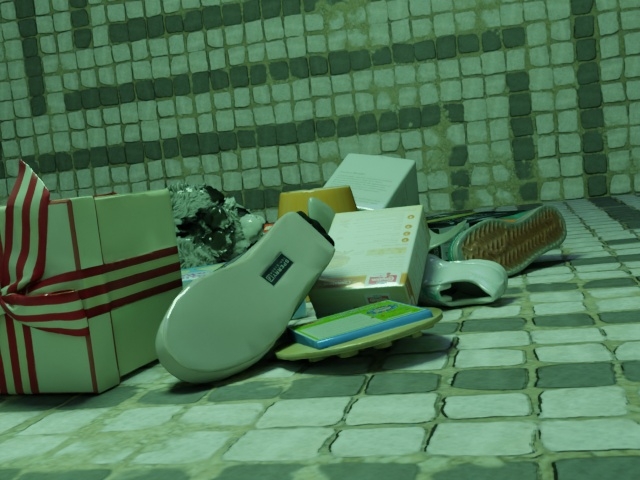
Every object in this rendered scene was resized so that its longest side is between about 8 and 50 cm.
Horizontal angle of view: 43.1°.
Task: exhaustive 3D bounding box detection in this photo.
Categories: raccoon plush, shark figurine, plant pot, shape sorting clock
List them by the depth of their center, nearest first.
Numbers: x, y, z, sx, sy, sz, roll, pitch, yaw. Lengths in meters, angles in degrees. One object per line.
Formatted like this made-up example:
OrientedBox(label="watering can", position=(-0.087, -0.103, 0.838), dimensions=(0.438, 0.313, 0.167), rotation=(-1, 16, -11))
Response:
OrientedBox(label="shape sorting clock", position=(0.045, 0.113, 0.970), dimensions=(0.206, 0.040, 0.206), rotation=(-13, 5, 1))
OrientedBox(label="shark figurine", position=(0.113, 0.021, 1.349), dimensions=(0.278, 0.166, 0.116), rotation=(6, -10, -27))
OrientedBox(label="plant pot", position=(0.000, 0.000, 1.459), dimensions=(0.205, 0.188, 0.205), rotation=(-6, 5, 1))
OrientedBox(label="raccoon plush", position=(-0.346, -0.033, 1.863), dimensions=(0.446, 0.216, 0.299), rotation=(10, 0, 2))

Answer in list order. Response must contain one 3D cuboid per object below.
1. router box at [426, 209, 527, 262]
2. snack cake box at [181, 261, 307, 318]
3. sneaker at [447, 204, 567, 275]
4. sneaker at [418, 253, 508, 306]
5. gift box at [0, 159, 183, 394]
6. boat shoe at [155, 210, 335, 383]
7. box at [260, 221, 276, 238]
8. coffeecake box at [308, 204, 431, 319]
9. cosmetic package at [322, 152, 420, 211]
OrientedBox(label="router box", position=(0.277, -0.009, 1.811), dimensions=(0.309, 0.081, 0.243), rotation=(-11, 7, -40))
OrientedBox(label="snack cake box", position=(-0.171, 0.088, 1.257), dimensions=(0.264, 0.089, 0.152), rotation=(-9, 5, -20))
OrientedBox(label="sneaker", position=(0.320, 0.014, 1.476), dimensions=(0.302, 0.108, 0.121), rotation=(-15, -7, -40))
OrientedBox(label="sneaker", position=(0.165, 0.066, 1.203), dimensions=(0.212, 0.080, 0.094), rotation=(-3, 18, 22))
OrientedBox(label="gift box", position=(-0.343, 0.042, 1.018), dimensions=(0.255, 0.276, 0.258), rotation=(-10, 5, 20))
OrientedBox(label="boat shoe", position=(-0.106, 0.100, 1.041), dimensions=(0.340, 0.127, 0.158), rotation=(-40, -9, -50))
OrientedBox(label="box", position=(-0.013, 0.014, 1.713), dimensions=(0.233, 0.044, 0.159), rotation=(-6, 37, 6))
OrientedBox(label="coffeecake box", position=(0.075, 0.034, 1.185), dimensions=(0.142, 0.068, 0.185), rotation=(-5, 37, 21))
OrientedBox(label="cosmetic package", position=(0.097, -0.060, 1.616), dimensions=(0.151, 0.151, 0.183), rotation=(10, 42, 26))
